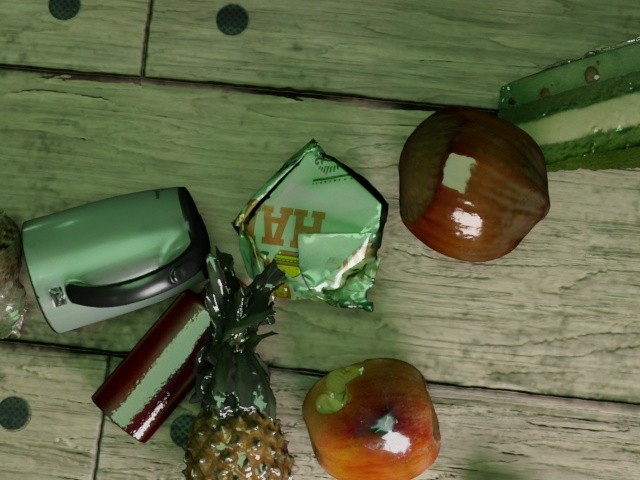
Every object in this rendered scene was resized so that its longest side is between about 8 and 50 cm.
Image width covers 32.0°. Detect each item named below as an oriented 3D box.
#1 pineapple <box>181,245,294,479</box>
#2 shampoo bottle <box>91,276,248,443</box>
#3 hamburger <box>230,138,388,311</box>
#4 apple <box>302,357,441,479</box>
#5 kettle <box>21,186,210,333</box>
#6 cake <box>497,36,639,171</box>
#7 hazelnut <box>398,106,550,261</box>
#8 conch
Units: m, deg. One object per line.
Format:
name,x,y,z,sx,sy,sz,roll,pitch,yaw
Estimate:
pineapple,-0.111,0.193,1.471,0.165,0.165,0.365,0,101,1
shampoo bottle,-0.198,0.153,1.562,0.102,0.064,0.260,41,86,5
hamburger,0.002,0.002,1.544,0.235,0.125,0.214,40,96,8
apple,0.064,0.242,1.495,0.199,0.199,0.199,0,84,1
kettle,-0.264,0.029,1.505,0.236,0.221,0.161,-16,113,-3
cake,0.413,-0.172,1.586,0.283,0.172,0.158,-12,75,33
hazelnut,0.205,-0.083,1.512,0.210,0.186,0.210,-19,51,26
conch,-0.483,0.046,1.577,0.155,0.130,0.207,-11,109,33
